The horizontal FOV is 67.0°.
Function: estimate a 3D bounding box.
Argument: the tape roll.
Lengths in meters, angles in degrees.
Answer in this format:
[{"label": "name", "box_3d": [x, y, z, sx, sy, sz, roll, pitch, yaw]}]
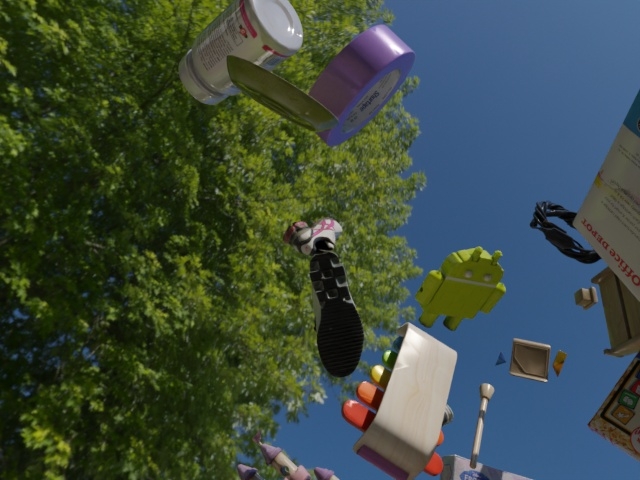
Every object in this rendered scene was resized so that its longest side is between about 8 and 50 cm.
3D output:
[{"label": "tape roll", "box_3d": [0.084, -0.341, 1.089, 0.090, 0.275, 0.275, 45, -67, 6]}]

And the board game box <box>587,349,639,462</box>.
[{"label": "board game box", "box_3d": [0.516, 0.242, 0.704, 0.193, 0.147, 0.045, -52, -46, -4]}]

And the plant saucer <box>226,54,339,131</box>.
[{"label": "plant saucer", "box_3d": [-0.077, -0.267, 0.916, 0.241, 0.241, 0.037, 29, -85, -5]}]

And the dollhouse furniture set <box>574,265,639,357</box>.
[{"label": "dollhouse furniture set", "box_3d": [0.733, 0.183, 1.016, 0.174, 0.303, 0.355, 12, -32, -2]}]

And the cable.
[{"label": "cable", "box_3d": [0.563, -0.020, 1.092, 0.185, 0.150, 0.047, 28, -50, 6]}]

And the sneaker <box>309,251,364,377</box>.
[{"label": "sneaker", "box_3d": [0.040, 0.205, 1.289, 0.123, 0.330, 0.146, -5, -27, -3]}]

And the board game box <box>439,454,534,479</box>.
[{"label": "board game box", "box_3d": [0.405, 0.682, 1.065, 0.319, 0.317, 0.066, 21, -30, -9]}]

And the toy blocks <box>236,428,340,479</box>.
[{"label": "toy blocks", "box_3d": [-0.130, 0.695, 1.287, 0.260, 0.309, 0.288, 33, -84, 19]}]

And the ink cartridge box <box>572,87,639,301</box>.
[{"label": "ink cartridge box", "box_3d": [0.567, -0.072, 0.732, 0.198, 0.198, 0.269, -7, -46, -9]}]

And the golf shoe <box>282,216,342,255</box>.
[{"label": "golf shoe", "box_3d": [0.000, 0.000, 1.040, 0.086, 0.186, 0.067, 40, -63, 21]}]

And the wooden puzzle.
[{"label": "wooden puzzle", "box_3d": [0.395, 0.226, 0.909, 0.117, 0.078, 0.014, 16, -21, 16]}]

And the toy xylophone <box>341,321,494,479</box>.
[{"label": "toy xylophone", "box_3d": [0.194, 0.302, 0.913, 0.236, 0.323, 0.081, 37, -47, 8]}]

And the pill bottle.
[{"label": "pill bottle", "box_3d": [-0.191, -0.434, 1.106, 0.283, 0.160, 0.160, -21, -69, 38]}]

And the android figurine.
[{"label": "android figurine", "box_3d": [0.373, 0.127, 1.272, 0.249, 0.056, 0.272, 13, -58, -24]}]

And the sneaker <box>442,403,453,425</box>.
[{"label": "sneaker", "box_3d": [0.214, 0.417, 1.079, 0.166, 0.076, 0.065, -47, -113, 28]}]
